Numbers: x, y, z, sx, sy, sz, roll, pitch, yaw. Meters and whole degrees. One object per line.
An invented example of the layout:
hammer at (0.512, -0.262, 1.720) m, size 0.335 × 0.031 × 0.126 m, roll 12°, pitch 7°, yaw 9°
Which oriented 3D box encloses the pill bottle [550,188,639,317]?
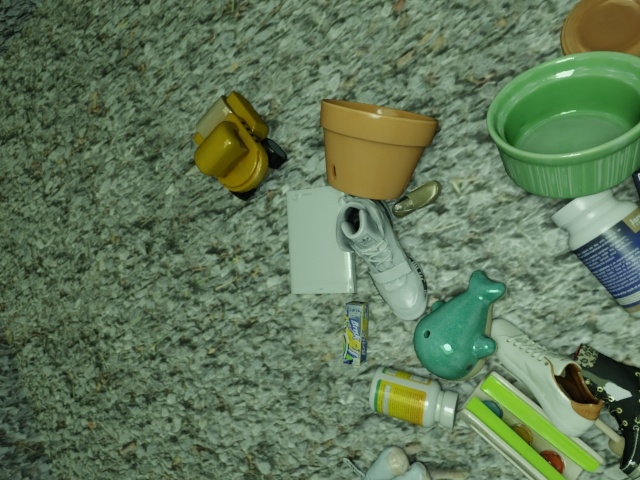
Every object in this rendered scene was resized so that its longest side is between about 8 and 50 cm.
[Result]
pill bottle at (0.627, 0.013, 0.883) m, size 0.153 × 0.153 × 0.265 m, roll -41°, pitch 73°, yaw 19°

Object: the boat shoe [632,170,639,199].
boat shoe at (0.778, -0.046, 0.848) m, size 0.341 × 0.127 × 0.158 m, roll 60°, pitch 150°, yaw -3°

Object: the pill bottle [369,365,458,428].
pill bottle at (0.239, 0.404, 1.078) m, size 0.208 × 0.117 × 0.118 m, roll 8°, pitch 92°, yaw 25°

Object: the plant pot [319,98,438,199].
plant pot at (0.131, -0.229, 1.070) m, size 0.290 × 0.290 × 0.204 m, roll 20°, pitch 115°, yaw 24°

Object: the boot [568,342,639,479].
boot at (0.602, 0.343, 0.882) m, size 0.178 × 0.085 × 0.236 m, roll 26°, pitch 59°, yaw 27°

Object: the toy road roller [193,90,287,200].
toy road roller at (-0.280, -0.295, 1.265) m, size 0.202 × 0.240 × 0.330 m, roll -41°, pitch 73°, yaw 18°

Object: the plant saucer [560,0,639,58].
plant saucer at (0.651, -0.476, 0.944) m, size 0.199 × 0.037 × 0.200 m, roll 0°, pitch 89°, yaw 26°

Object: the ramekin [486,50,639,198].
ramekin at (0.517, -0.232, 0.877) m, size 0.303 × 0.148 × 0.304 m, roll -19°, pitch 46°, yaw 21°

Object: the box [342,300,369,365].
box at (0.099, 0.257, 1.178) m, size 0.054 × 0.059 × 0.169 m, roll 4°, pitch 91°, yaw 26°

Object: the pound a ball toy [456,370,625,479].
pound a ball toy at (0.506, 0.433, 0.964) m, size 0.319 × 0.136 × 0.208 m, roll 39°, pitch 74°, yaw 24°

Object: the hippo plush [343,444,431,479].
hippo plush at (0.145, 0.666, 1.051) m, size 0.293 × 0.236 × 0.235 m, roll 17°, pitch 97°, yaw 24°

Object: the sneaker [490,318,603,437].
sneaker at (0.486, 0.260, 0.918) m, size 0.290 × 0.105 × 0.123 m, roll -122°, pitch 33°, yaw -44°

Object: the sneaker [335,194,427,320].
sneaker at (0.147, 0.042, 1.076) m, size 0.137 × 0.210 × 0.366 m, roll -27°, pitch 78°, yaw 23°

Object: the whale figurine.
whale figurine at (0.324, 0.196, 1.004) m, size 0.272 × 0.141 × 0.216 m, roll -62°, pitch 29°, yaw 11°

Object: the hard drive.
hard drive at (0.000, 0.000, 1.240) m, size 0.202 × 0.040 × 0.308 m, roll -4°, pitch 88°, yaw 25°

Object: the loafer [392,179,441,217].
loafer at (0.253, -0.107, 1.117) m, size 0.148 × 0.050 × 0.056 m, roll -37°, pitch 75°, yaw 20°
